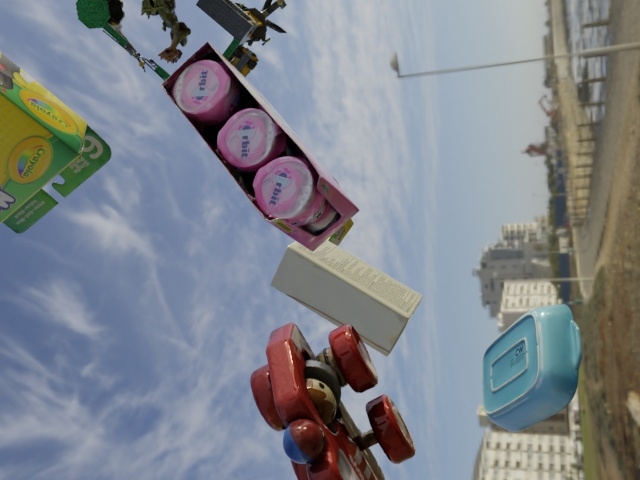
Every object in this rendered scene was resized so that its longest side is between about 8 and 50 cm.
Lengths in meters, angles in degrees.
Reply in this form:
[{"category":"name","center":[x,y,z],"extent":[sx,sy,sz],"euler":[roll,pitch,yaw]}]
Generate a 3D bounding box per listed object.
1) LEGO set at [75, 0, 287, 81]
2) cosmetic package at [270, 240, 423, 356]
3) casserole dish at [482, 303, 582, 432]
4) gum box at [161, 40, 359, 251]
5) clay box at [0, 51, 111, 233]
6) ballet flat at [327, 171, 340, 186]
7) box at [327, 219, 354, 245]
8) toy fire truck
[{"category":"LEGO set","center":[-0.245,-0.402,1.176],"extent":[0.255,0.331,0.192],"euler":[-56,5,21]},{"category":"cosmetic package","center":[0.062,0.114,1.475],"extent":[0.113,0.309,0.160],"euler":[-65,-13,21]},{"category":"casserole dish","center":[0.220,0.140,0.708],"extent":[0.188,0.037,0.114],"euler":[113,166,-59]},{"category":"gum box","center":[-0.050,-0.079,0.591],"extent":[0.188,0.062,0.107],"euler":[51,-173,22]},{"category":"clay box","center":[-0.273,-0.086,0.458],"extent":[0.222,0.127,0.053],"euler":[43,-159,-34]},{"category":"ballet flat","center":[-0.017,-0.081,0.833],"extent":[0.168,0.052,0.057],"euler":[43,-107,-25]},{"category":"box","center":[0.000,0.000,1.694],"extent":[0.179,0.105,0.043],"euler":[-55,-53,-36]},{"category":"toy fire truck","center":[0.016,0.267,0.882],"extent":[0.302,0.169,0.254],"euler":[62,-174,-10]}]
